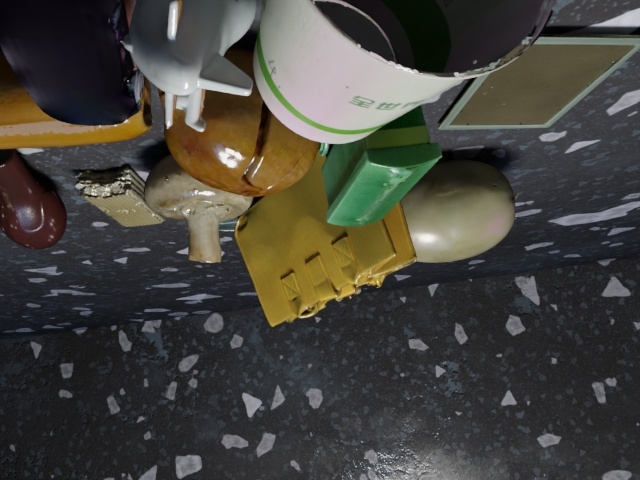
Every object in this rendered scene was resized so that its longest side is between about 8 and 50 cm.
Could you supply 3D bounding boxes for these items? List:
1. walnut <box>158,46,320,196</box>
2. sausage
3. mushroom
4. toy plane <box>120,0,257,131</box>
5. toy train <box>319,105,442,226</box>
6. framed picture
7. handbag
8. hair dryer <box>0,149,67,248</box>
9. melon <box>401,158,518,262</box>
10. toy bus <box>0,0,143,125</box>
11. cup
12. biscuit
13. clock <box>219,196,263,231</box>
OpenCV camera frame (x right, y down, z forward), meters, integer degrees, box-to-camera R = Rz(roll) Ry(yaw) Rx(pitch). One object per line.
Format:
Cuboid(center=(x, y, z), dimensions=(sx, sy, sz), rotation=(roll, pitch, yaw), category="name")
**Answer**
Cuboid(center=(-0.118, -0.158, 0.820), dimensions=(0.203, 0.203, 0.298), rotation=(-15, 170, 29), category="walnut")
Cuboid(center=(-0.402, -0.180, 0.741), dimensions=(0.354, 0.134, 0.116), rotation=(-4, 161, -10), category="sausage")
Cuboid(center=(-0.228, -0.062, 1.095), dimensions=(0.207, 0.215, 0.207), rotation=(-4, 173, -1), category="mushroom")
Cuboid(center=(-0.115, -0.214, 0.550), dimensions=(0.117, 0.245, 0.245), rotation=(8, 162, -9), category="toy plane")
Cuboid(center=(0.071, -0.150, 0.914), dimensions=(0.120, 0.202, 0.301), rotation=(-7, 165, -15), category="toy train")
Cuboid(center=(0.353, -0.260, 0.967), dimensions=(0.232, 0.019, 0.296), rotation=(-3, 165, -10), category="framed picture")
Cuboid(center=(0.000, 0.000, 1.204), dimensions=(0.133, 0.283, 0.401), rotation=(5, 152, -44), category="handbag")
Cuboid(center=(-0.677, -0.090, 1.089), dimensions=(0.340, 0.123, 0.312), rotation=(5, 153, -2), category="hair dryer")
Cuboid(center=(0.273, -0.064, 1.269), dimensions=(0.317, 0.223, 0.223), rotation=(-12, 165, 3), category="melon")
Cuboid(center=(-0.240, -0.238, 0.561), dimensions=(0.127, 0.147, 0.303), rotation=(5, 165, -10), category="toy bus")
Cuboid(center=(0.050, -0.226, 0.581), dimensions=(0.253, 0.253, 0.274), rotation=(-1, 170, -17), category="cup")
Cuboid(center=(-0.414, -0.086, 1.218), dimensions=(0.108, 0.062, 0.239), rotation=(-7, 164, 2), category="biscuit")
Cuboid(center=(-0.214, -0.072, 1.386), dimensions=(0.215, 0.042, 0.215), rotation=(-6, 165, -2), category="clock")
